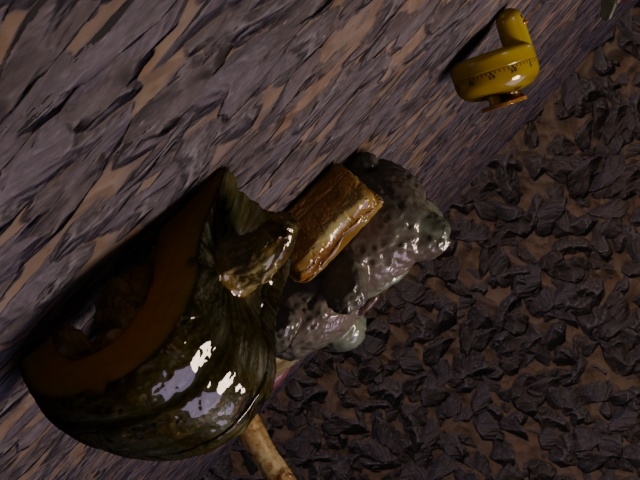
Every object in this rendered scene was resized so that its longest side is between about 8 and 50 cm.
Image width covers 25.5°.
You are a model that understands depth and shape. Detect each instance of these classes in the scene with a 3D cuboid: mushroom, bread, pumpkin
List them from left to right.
[{"bbox_3d":[-0.089,0.067,1.065,0.248,0.131,0.126,-49,-141,-16],"label":"pumpkin"},{"bbox_3d":[-0.080,0.268,1.922,0.233,0.301,0.208,-34,-152,4],"label":"mushroom"},{"bbox_3d":[0.001,-0.020,1.518,0.132,0.074,0.053,-47,163,-9],"label":"bread"}]

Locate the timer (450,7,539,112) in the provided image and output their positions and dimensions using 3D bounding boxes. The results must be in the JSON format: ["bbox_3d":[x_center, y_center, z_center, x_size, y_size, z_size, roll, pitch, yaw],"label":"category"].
[{"bbox_3d":[0.206,-0.212,1.683,0.107,0.109,0.107,-18,-177,1],"label":"timer"}]

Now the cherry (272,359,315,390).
[{"bbox_3d":[-0.094,0.191,2.155,0.126,0.087,0.106,-15,160,-42],"label":"cherry"}]

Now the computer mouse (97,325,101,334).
[{"bbox_3d":[-0.103,0.045,1.223,0.217,0.073,0.122,-34,164,-52],"label":"computer mouse"}]

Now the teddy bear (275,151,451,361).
[{"bbox_3d":[0.024,0.030,1.626,0.267,0.151,0.236,-52,-173,8],"label":"teddy bear"}]

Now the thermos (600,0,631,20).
[{"bbox_3d":[0.475,-0.410,1.993,0.265,0.146,0.176,-31,-169,-38],"label":"thermos"}]
